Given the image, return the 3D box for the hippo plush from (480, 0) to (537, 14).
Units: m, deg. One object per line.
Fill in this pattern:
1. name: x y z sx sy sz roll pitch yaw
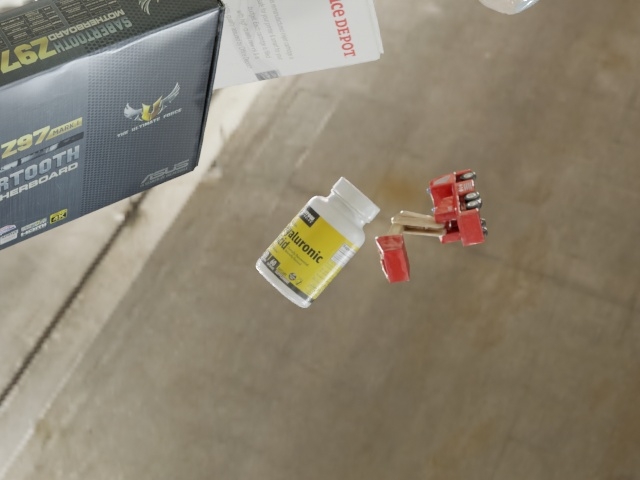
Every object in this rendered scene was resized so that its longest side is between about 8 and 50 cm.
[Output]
1. hippo plush: 0.205 -0.324 1.239 0.294 0.236 0.234 16 -92 -10

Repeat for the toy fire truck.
1. toy fire truck: 0.139 -0.022 1.811 0.135 0.047 0.192 -12 -154 7

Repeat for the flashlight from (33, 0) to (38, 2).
1. flashlight: -0.212 -0.239 1.263 0.103 0.304 0.103 -9 -173 -10

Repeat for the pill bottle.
1. pill bottle: 0.000 0.000 1.332 0.065 0.065 0.116 42 -86 27

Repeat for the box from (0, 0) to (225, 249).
1. box: -0.181 -0.076 0.932 0.233 0.183 0.059 -25 -115 -25

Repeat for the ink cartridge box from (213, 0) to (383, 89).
1. ink cartridge box: -0.093 -0.248 1.420 0.283 0.207 0.117 -10 -113 5
